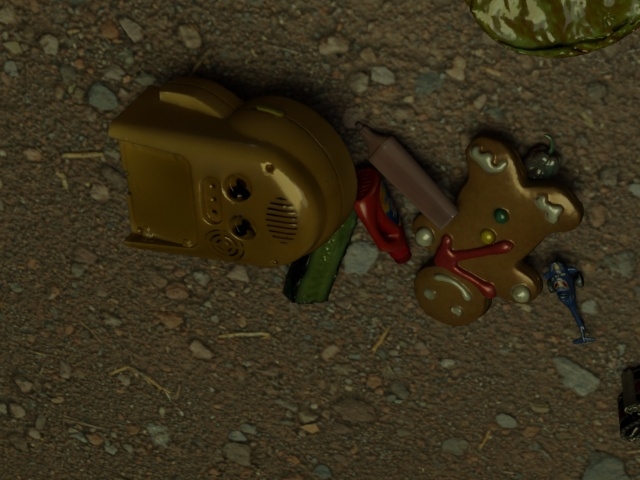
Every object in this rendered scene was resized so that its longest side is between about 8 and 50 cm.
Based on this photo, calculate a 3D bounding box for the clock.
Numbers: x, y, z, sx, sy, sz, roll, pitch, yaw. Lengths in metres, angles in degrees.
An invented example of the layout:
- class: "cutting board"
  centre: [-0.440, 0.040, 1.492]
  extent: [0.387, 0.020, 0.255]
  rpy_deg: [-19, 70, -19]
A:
- class: "clock"
  centre: [-0.114, -0.083, 1.509]
  extent: [0.317, 0.200, 0.244]
  rpy_deg: [15, 130, 21]

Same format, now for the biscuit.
- class: "biscuit"
  centre: [0.237, 0.015, 1.576]
  extent: [0.216, 0.047, 0.339]
  rpy_deg: [37, 133, 5]

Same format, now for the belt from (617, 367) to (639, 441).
- class: "belt"
  centre: [0.582, 0.185, 1.604]
  extent: [0.126, 0.094, 0.359]
  rpy_deg: [30, 127, -12]

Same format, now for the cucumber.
- class: "cucumber"
  centre: [0.000, -0.002, 1.652]
  extent: [0.078, 0.062, 0.211]
  rpy_deg: [-2, 125, -31]

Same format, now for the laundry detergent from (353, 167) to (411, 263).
- class: "laundry detergent"
  centre: [0.094, -0.024, 1.588]
  extent: [0.049, 0.097, 0.165]
  rpy_deg: [-14, 129, 24]

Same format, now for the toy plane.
- class: "toy plane"
  centre: [0.375, 0.092, 1.616]
  extent: [0.054, 0.062, 0.167]
  rpy_deg: [-14, 129, 22]

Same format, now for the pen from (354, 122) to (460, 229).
- class: "pen"
  centre: [0.118, -0.098, 1.541]
  extent: [0.197, 0.032, 0.053]
  rpy_deg: [47, 132, 6]

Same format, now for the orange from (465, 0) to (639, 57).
- class: "orange"
  centre: [0.255, -0.385, 1.240]
  extent: [0.262, 0.196, 0.334]
  rpy_deg: [-33, 115, 15]

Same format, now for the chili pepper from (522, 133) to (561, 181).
- class: "chili pepper"
  centre: [0.301, -0.083, 1.526]
  extent: [0.050, 0.041, 0.153]
  rpy_deg: [43, 130, 25]
